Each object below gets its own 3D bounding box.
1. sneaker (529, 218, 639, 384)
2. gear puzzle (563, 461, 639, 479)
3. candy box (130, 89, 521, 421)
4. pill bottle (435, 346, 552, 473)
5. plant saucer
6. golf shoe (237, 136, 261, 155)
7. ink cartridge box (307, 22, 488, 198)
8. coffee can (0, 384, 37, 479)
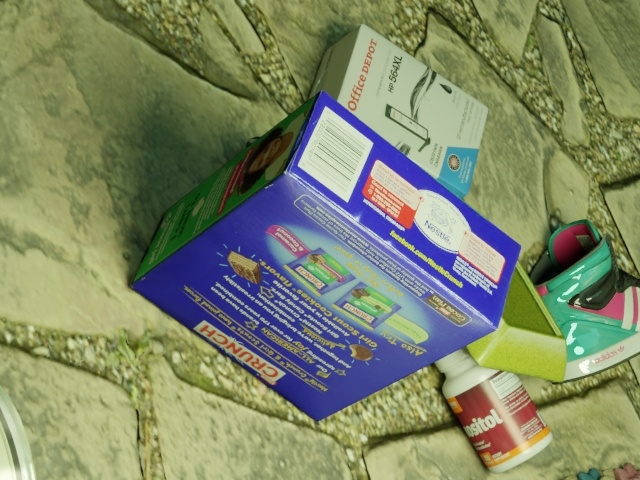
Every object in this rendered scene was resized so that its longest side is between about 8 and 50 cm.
[{"bbox_3d":[0.369,0.052,1.952,0.296,0.124,0.178,-22,92,-39],"label":"sneaker"},{"bbox_3d":[0.390,0.428,1.812,0.175,0.044,0.338,2,67,-46],"label":"gear puzzle"},{"bbox_3d":[-0.001,0.028,1.565,0.268,0.317,0.122,37,50,-17],"label":"candy box"},{"bbox_3d":[0.196,0.186,1.781,0.086,0.086,0.152,-28,85,-40],"label":"pill bottle"},{"bbox_3d":[0.209,0.070,1.804,0.188,0.045,0.188,15,39,-49],"label":"plant saucer"},{"bbox_3d":[0.000,0.000,1.742,0.273,0.105,0.120,40,73,-13],"label":"golf shoe"},{"bbox_3d":[0.090,-0.143,1.864,0.203,0.086,0.148,31,54,-21],"label":"ink cartridge box"},{"bbox_3d":[-0.401,0.222,1.264,0.275,0.201,0.201,-5,72,-37],"label":"coffee can"}]
